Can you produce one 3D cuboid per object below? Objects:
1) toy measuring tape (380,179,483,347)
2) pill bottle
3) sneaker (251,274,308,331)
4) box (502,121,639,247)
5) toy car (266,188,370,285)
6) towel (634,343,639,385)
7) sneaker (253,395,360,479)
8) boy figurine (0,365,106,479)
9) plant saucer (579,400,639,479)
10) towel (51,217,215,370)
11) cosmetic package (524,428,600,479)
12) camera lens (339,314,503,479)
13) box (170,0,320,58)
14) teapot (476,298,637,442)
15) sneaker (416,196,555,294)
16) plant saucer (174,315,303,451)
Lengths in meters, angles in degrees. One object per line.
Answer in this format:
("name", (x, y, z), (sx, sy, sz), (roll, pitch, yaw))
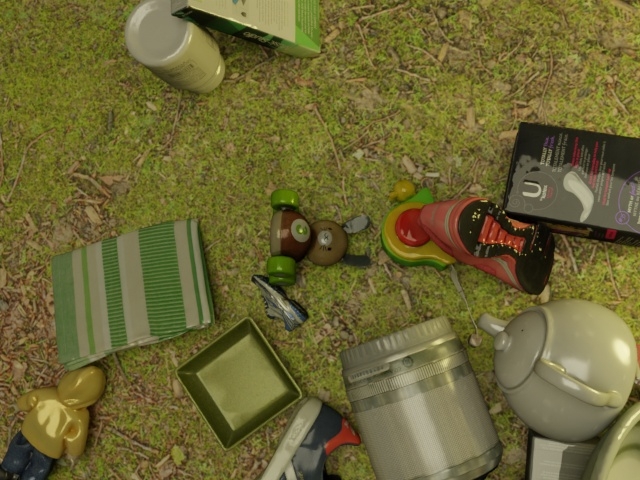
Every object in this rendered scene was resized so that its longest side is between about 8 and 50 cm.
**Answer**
("toy measuring tape", (0.184, 0.046, 1.349), (0.121, 0.121, 0.330), (-20, 76, 8))
("pill bottle", (-0.264, -0.358, 1.422), (0.131, 0.229, 0.131), (-1, 85, 11))
("sneaker", (-0.090, 0.121, 1.436), (0.135, 0.052, 0.058), (43, 100, 13))
("box", (0.462, -0.093, 1.302), (0.270, 0.143, 0.165), (11, 85, 12))
("toy car", (0.000, 0.000, 1.392), (0.188, 0.149, 0.155), (2, 74, 0))
("towel", (0.608, 0.234, 1.248), (0.197, 0.144, 0.029), (17, 109, 12))
("sneaker", (-0.050, 0.463, 1.359), (0.148, 0.131, 0.350), (31, 97, 0))
("boy figurine", (-0.528, 0.356, 1.475), (0.177, 0.092, 0.285), (32, 90, 10))
("plant saucer", (0.496, 0.443, 1.183), (0.100, 0.400, 0.401), (-4, 82, 51))
("towel", (-0.373, 0.100, 1.475), (0.324, 0.038, 0.248), (-17, 66, 11))
("cosmetic package", (0.411, 0.452, 1.283), (0.127, 0.107, 0.238), (7, 89, 12))
("camera lens", (0.169, 0.289, 1.282), (0.219, 0.219, 0.274), (-21, 81, 8))
("box", (-0.129, -0.486, 1.378), (0.058, 0.322, 0.232), (-7, 81, 45))
("teapot", (0.371, 0.196, 1.224), (0.187, 0.256, 0.253), (23, 51, -11))
("sneaker", (0.288, -0.001, 1.290), (0.136, 0.314, 0.116), (14, 79, 50))
("plant saucer", (-0.153, 0.270, 1.435), (0.188, 0.045, 0.188), (-37, 80, 5))
